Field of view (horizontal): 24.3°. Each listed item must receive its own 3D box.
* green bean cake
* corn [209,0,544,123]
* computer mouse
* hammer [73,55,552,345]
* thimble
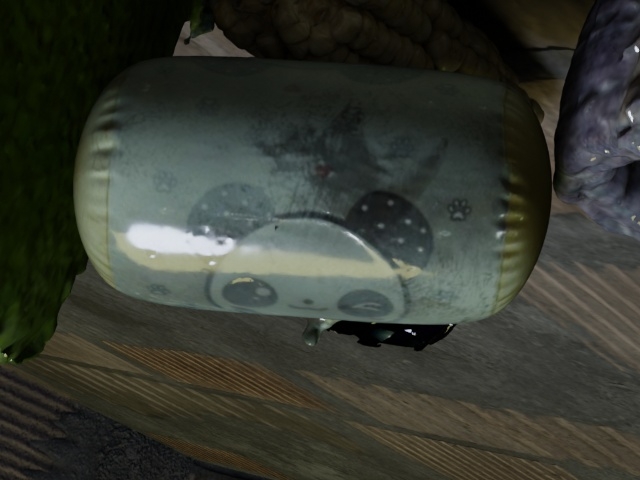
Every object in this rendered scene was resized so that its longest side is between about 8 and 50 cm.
[{"bbox_3d":[-0.170,-0.095,0.636,0.156,0.250,0.247,17,165,13],"label":"green bean cake"},{"bbox_3d":[0.037,-0.092,0.715,0.087,0.087,0.211,6,165,43],"label":"corn"},{"bbox_3d":[0.042,0.043,1.163,0.146,0.077,0.241,27,164,-14],"label":"computer mouse"},{"bbox_3d":[0.000,0.000,0.729,0.202,0.113,0.305,7,167,3],"label":"hammer"},{"bbox_3d":[0.175,-0.050,0.627,0.150,0.098,0.150,19,165,5],"label":"thimble"}]
